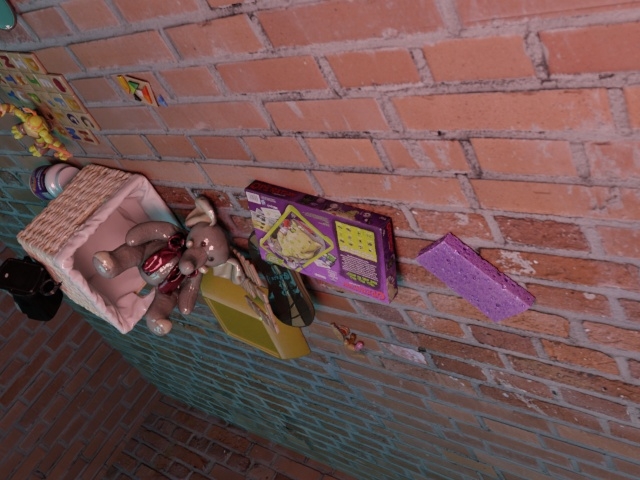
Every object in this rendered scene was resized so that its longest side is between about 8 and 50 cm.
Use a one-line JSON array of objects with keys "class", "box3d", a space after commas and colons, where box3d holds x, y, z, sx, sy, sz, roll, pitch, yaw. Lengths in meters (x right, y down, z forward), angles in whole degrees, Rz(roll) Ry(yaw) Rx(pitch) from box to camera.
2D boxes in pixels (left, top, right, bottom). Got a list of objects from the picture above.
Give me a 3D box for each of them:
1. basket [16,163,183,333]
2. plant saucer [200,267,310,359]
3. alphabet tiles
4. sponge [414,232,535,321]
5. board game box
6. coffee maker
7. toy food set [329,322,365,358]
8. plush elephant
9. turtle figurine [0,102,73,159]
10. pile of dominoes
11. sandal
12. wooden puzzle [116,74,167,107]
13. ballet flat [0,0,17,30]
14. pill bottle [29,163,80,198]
[{"class": "basket", "box3d": [-0.589, 0.012, 1.866, 0.266, 0.328, 0.331, 17, 149, 34]}, {"class": "plant saucer", "box3d": [-0.220, 0.239, 2.082, 0.332, 0.081, 0.333, 19, 149, 29]}, {"class": "alphabet tiles", "box3d": [-0.721, -0.368, 1.748, 0.342, 0.011, 0.285, 14, 146, 35]}, {"class": "sponge", "box3d": [0.292, 0.073, 1.296, 0.210, 0.031, 0.117, 38, 153, -4]}, {"class": "board game box", "box3d": [0.000, 0.000, 1.449, 0.346, 0.056, 0.208, 18, 132, 30]}, {"class": "coffee maker", "box3d": [-0.762, 0.144, 1.811, 0.171, 0.120, 0.178, 33, 156, 16]}, {"class": "toy food set", "box3d": [0.082, 0.273, 1.866, 0.077, 0.019, 0.122, 0, 129, 47]}, {"class": "plush elephant", "box3d": [-0.339, 0.044, 1.705, 0.255, 0.330, 0.272, -19, 110, 38]}, {"class": "turtle figurine", "box3d": [-0.776, -0.306, 1.804, 0.269, 0.087, 0.217, 35, 162, -19]}, {"class": "pile of dominoes", "box3d": [-0.169, 0.111, 1.761, 0.251, 0.040, 0.196, 30, 141, 60]}, {"class": "sandal", "box3d": [-0.083, 0.091, 1.697, 0.120, 0.086, 0.303, -5, 117, 29]}, {"class": "wooden puzzle", "box3d": [-0.385, -0.318, 1.449, 0.116, 0.014, 0.079, 16, 148, 31]}, {"class": "ballet flat", "box3d": [-0.740, -0.536, 1.452, 0.203, 0.074, 0.074, 42, 153, -26]}, {"class": "pill bottle", "box3d": [-0.783, -0.175, 2.018, 0.193, 0.108, 0.108, 2, 138, 46]}]
